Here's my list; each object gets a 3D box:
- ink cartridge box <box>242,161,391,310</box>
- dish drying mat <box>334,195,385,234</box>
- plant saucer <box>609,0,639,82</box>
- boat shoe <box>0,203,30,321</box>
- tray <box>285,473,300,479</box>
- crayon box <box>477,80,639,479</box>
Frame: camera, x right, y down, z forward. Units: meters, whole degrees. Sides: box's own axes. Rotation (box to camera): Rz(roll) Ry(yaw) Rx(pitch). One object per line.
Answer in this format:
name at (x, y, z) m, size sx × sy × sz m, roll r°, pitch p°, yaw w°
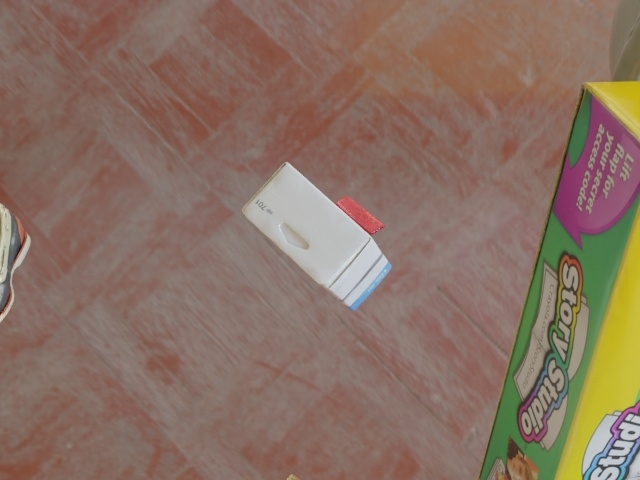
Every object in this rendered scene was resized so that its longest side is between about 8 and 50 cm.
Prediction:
ink cartridge box at (0.000, 0.000, 1.397) m, size 0.139 × 0.191 × 0.082 m, roll 43°, pitch 88°, yaw 14°
dish drying mat at (0.058, -0.037, 1.788) m, size 0.032 × 0.008 × 0.083 m, roll -30°, pitch 56°, yaw -33°
plant saucer at (0.334, -0.250, 0.851) m, size 0.400 × 0.400 × 0.100 m, roll -40°, pitch 72°, yaw -3°
boat shoe at (-0.278, 0.025, 0.988) m, size 0.049 × 0.043 × 0.137 m, roll -11°, pitch 40°, yaw 16°
tray at (0.056, 0.535, 1.690) m, size 0.410 × 0.076 × 0.203 m, roll 33°, pitch 54°, yaw 18°
crayon box at (0.296, 0.068, 0.817) m, size 0.313 × 0.363 × 0.106 m, roll -3°, pitch 35°, yaw -15°
